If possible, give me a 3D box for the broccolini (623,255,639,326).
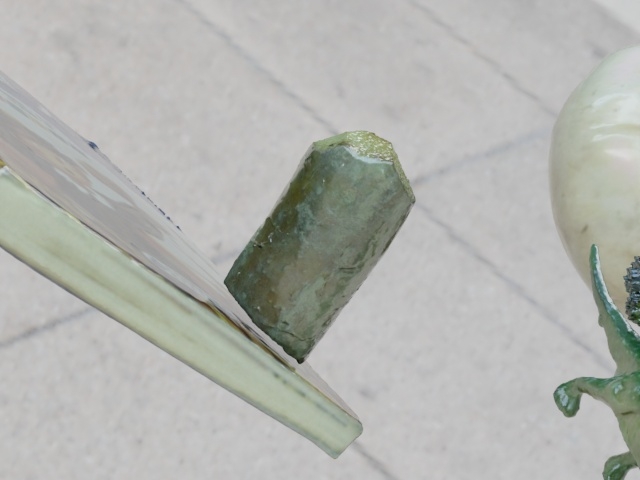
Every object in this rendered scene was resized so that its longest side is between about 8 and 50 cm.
[{"bbox_3d":[0.355,0.063,1.424,0.203,0.068,0.091,20,68,9],"label":"broccolini"}]

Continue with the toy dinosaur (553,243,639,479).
[{"bbox_3d":[0.326,0.151,1.356,0.087,0.301,0.447,13,57,-35],"label":"toy dinosaur"}]

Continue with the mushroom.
[{"bbox_3d":[0.428,-0.044,1.923,0.353,0.325,0.353,35,-6,4],"label":"mushroom"}]

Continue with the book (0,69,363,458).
[{"bbox_3d":[-0.169,-0.042,1.026,0.300,0.039,0.428,37,3,-40],"label":"book"}]

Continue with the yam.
[{"bbox_3d":[0.000,0.000,0.926,0.070,0.146,0.069,28,24,-13],"label":"yam"}]
